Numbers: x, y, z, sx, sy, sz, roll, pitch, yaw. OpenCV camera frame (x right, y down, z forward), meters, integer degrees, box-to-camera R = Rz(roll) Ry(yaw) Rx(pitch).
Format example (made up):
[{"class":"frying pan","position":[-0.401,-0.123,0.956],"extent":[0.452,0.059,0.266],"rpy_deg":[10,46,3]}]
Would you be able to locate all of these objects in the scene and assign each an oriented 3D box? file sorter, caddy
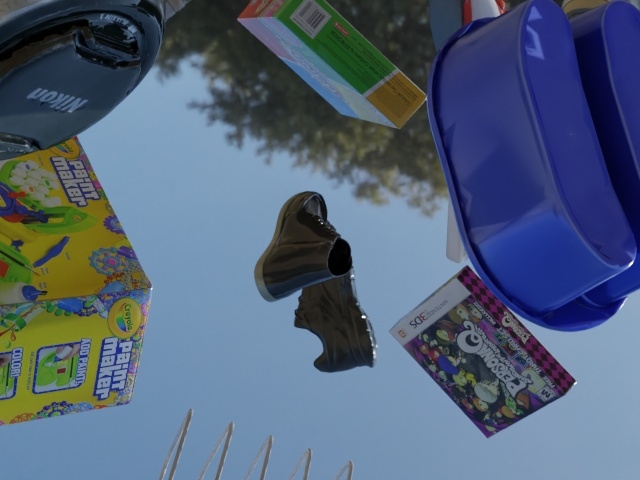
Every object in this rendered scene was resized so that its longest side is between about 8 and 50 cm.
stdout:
[{"class":"file sorter","position":[-0.113,0.395,1.720],"extent":[0.277,0.193,0.173],"rpy_deg":[20,-134,-8]},{"class":"caddy","position":[0.239,-0.082,1.152],"extent":[0.241,0.341,0.179],"rpy_deg":[-6,166,-33]}]

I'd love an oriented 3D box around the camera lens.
[{"class":"camera lens","position":[-0.266,-0.215,0.882],"extent":[0.219,0.274,0.219],"rpy_deg":[-30,166,-8]}]

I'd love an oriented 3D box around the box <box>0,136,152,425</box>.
[{"class":"box","position":[-0.363,0.034,1.208],"extent":[0.279,0.177,0.290],"rpy_deg":[-6,-138,-27]}]

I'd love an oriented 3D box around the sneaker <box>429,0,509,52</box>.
[{"class":"sneaker","position":[0.217,-0.227,1.344],"extent":[0.145,0.270,0.090],"rpy_deg":[-19,-154,-15]}]

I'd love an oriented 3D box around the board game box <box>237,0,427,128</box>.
[{"class":"board game box","position":[0.008,-0.281,1.736],"extent":[0.064,0.242,0.316],"rpy_deg":[-50,-163,-1]}]

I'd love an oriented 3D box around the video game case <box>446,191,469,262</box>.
[{"class":"video game case","position":[0.321,-0.156,1.843],"extent":[0.300,0.329,0.036],"rpy_deg":[-21,-147,-36]}]

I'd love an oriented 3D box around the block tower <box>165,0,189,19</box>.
[{"class":"block tower","position":[-0.195,-0.390,1.552],"extent":[0.335,0.091,0.097],"rpy_deg":[-38,-121,3]}]

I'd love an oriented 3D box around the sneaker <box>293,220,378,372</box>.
[{"class":"sneaker","position":[0.006,0.094,1.980],"extent":[0.130,0.286,0.109],"rpy_deg":[-17,169,7]}]

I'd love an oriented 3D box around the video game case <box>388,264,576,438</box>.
[{"class":"video game case","position":[0.237,0.172,1.717],"extent":[0.042,0.232,0.210],"rpy_deg":[-41,177,-37]}]

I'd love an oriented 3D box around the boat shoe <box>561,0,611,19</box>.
[{"class":"boat shoe","position":[0.371,-0.228,1.571],"extent":[0.113,0.302,0.103],"rpy_deg":[11,-128,13]}]

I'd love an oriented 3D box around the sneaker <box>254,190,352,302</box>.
[{"class":"sneaker","position":[0.000,0.000,1.568],"extent":[0.118,0.083,0.222],"rpy_deg":[-14,-149,27]}]
